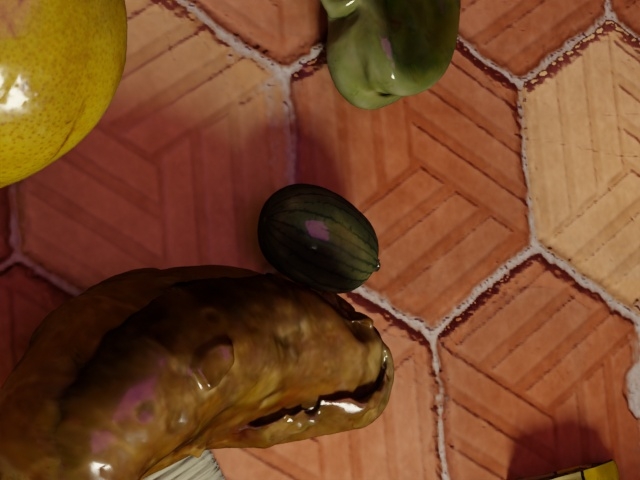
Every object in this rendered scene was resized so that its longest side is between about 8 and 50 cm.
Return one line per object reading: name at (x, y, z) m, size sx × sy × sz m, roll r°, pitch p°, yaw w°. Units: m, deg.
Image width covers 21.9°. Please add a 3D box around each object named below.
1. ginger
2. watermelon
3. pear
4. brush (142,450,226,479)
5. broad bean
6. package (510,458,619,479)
ginger at (-0.095, 0.090, 1.180) m, size 0.321 × 0.165 × 0.172 m, roll -18°, pitch 71°, yaw -34°
watermelon at (0.000, 0.000, 1.314) m, size 0.111 × 0.078 × 0.078 m, roll 33°, pitch 65°, yaw -26°
pear at (-0.235, -0.130, 1.107) m, size 0.209 × 0.209 × 0.208 m, roll 6°, pitch 78°, yaw -33°
brush at (-0.193, 0.234, 1.182) m, size 0.314 × 0.017 × 0.090 m, roll -30°, pitch 99°, yaw -33°
broad bean at (0.050, -0.216, 1.386) m, size 0.153 × 0.072 × 0.206 m, roll -5°, pitch 84°, yaw -40°
package at (0.227, 0.232, 1.441) m, size 0.131 × 0.047 × 0.071 m, roll -5°, pitch 82°, yaw -32°
